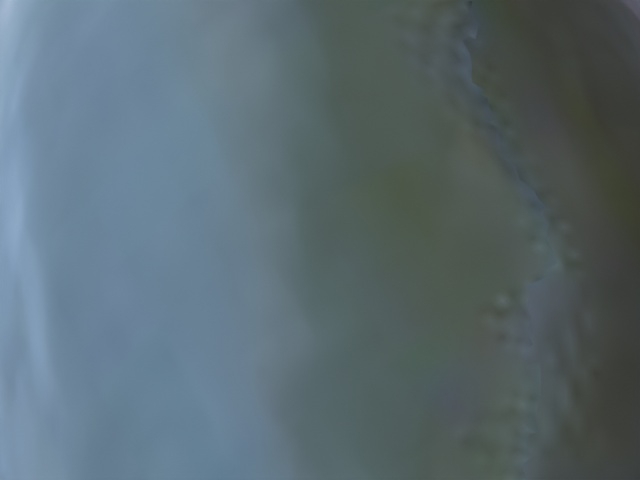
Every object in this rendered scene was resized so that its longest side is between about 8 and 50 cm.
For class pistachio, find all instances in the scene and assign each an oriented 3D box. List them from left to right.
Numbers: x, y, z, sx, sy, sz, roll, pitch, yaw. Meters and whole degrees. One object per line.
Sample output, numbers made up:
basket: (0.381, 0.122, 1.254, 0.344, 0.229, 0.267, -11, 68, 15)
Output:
pistachio: (0.000, 0.000, 0.428, 0.162, 0.181, 0.293, 73, -179, -58)
